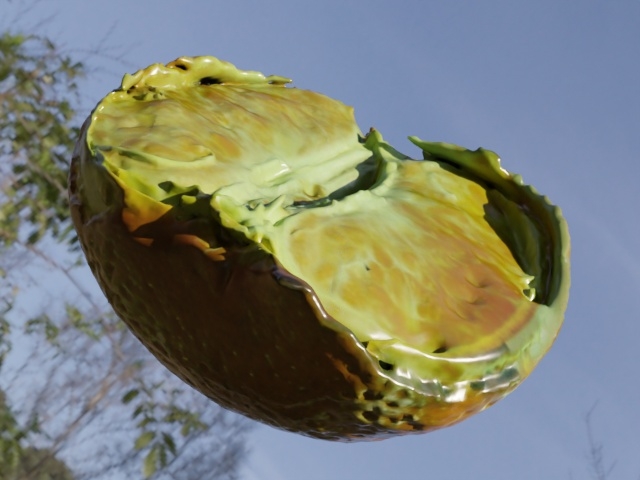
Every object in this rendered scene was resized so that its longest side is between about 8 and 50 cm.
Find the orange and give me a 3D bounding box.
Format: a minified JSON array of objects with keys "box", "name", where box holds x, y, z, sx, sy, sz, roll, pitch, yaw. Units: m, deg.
[{"box":[-0.002,0.007,0.690,0.334,0.262,0.196,21,-46,23],"name":"orange"}]
